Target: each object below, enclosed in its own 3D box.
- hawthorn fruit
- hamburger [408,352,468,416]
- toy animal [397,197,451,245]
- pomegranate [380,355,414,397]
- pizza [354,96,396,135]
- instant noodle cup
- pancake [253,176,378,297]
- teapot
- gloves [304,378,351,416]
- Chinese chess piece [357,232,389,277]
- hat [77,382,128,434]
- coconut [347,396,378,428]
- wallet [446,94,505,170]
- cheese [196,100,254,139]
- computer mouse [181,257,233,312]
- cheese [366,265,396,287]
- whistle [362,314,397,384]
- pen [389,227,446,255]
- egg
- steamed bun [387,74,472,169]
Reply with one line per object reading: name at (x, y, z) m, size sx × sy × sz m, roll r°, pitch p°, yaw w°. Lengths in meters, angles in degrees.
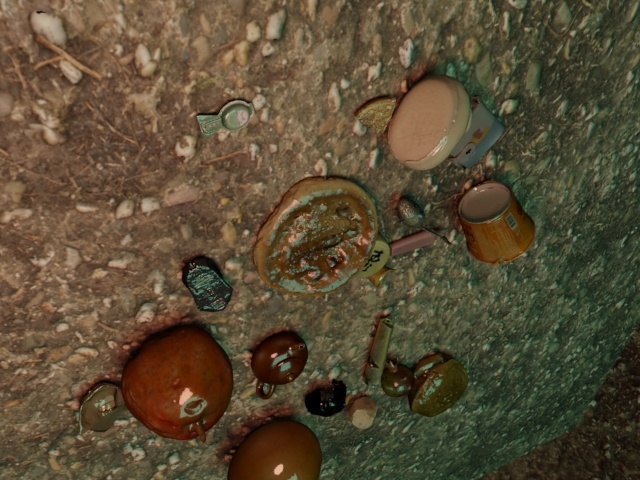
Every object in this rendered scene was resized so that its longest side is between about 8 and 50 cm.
hawthorn fruit at (-0.338, 0.372, 1.401) m, size 0.276 × 0.298 × 0.277 m, roll -20°, pitch 139°, yaw -18°
hamburger at (0.461, 0.583, 2.244) m, size 0.265 × 0.134 × 0.285 m, roll -49°, pitch 139°, yaw 15°
toy animal at (0.284, -0.051, 1.615) m, size 0.070 × 0.079 × 0.253 m, roll -29°, pitch 140°, yaw 23°
pomegranate at (0.281, 0.492, 2.064) m, size 0.129 × 0.129 × 0.159 m, roll -2°, pitch 96°, yaw -33°
pizza at (0.122, -0.298, 1.334) m, size 0.099 × 0.029 × 0.100 m, roll 0°, pitch 124°, yaw -24°
instant noodle cup at (0.511, -0.062, 1.677) m, size 0.215 × 0.216 × 0.172 m, roll -39°, pitch 129°, yaw 1°
pancake at (-0.001, -0.001, 1.459) m, size 0.356 × 0.065 × 0.356 m, roll -12°, pitch 123°, yaw -19°
teapot at (-0.123, 0.381, 1.675) m, size 0.178 × 0.135 × 0.252 m, roll 14°, pitch 116°, yaw -37°
gloves at (0.045, 0.559, 1.962) m, size 0.180 × 0.106 × 0.129 m, roll 7°, pitch 119°, yaw -33°
Chinese chess piece at (0.129, 0.040, 1.604) m, size 0.144 × 0.058 × 0.144 m, roll -18°, pitch 134°, yaw -19°
hat at (-0.566, 0.438, 1.485) m, size 0.147 × 0.085 × 0.175 m, roll -33°, pitch 161°, yaw -12°
coconut at (0.155, 0.653, 2.115) m, size 0.110 × 0.110 × 0.125 m, roll 3°, pitch 120°, yaw -36°
wallet at (0.389, -0.276, 1.478) m, size 0.170 × 0.069 × 0.231 m, roll -53°, pitch 149°, yaw 13°
cheese at (-0.191, -0.250, 1.160) m, size 0.120 × 0.026 × 0.067 m, roll -24°, pitch 135°, yaw -15°
computer mouse at (-0.281, 0.106, 1.390) m, size 0.099 × 0.057 × 0.172 m, roll -30°, pitch 125°, yaw -6°
cheese at (0.180, 0.093, 1.689) m, size 0.084 × 0.060 × 0.041 m, roll -33°, pitch 137°, yaw -15°
whistle at (0.203, 0.379, 1.949) m, size 0.067 × 0.057 × 0.327 m, roll -14°, pitch 132°, yaw -28°
pen at (0.296, -0.001, 1.702) m, size 0.197 × 0.032 × 0.053 m, roll -17°, pitch 133°, yaw -18°
egg at (-0.150, 0.759, 1.874) m, size 0.351 × 0.282 × 0.282 m, roll -47°, pitch 137°, yaw 2°
steamed bun at (0.266, -0.276, 1.340) m, size 0.130 × 0.177 × 0.228 m, roll 5°, pitch 117°, yaw -49°
